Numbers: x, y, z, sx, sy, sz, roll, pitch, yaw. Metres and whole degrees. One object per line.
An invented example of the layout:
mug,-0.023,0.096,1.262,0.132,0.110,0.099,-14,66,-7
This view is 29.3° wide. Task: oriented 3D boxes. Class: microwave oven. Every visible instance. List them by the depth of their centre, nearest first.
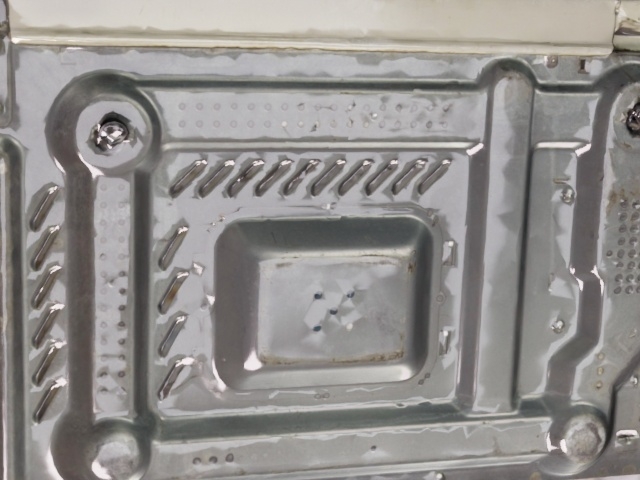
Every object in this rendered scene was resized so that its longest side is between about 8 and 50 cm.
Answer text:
microwave oven,0.000,0.000,0.427,0.240,0.145,0.194,-1,99,-16
